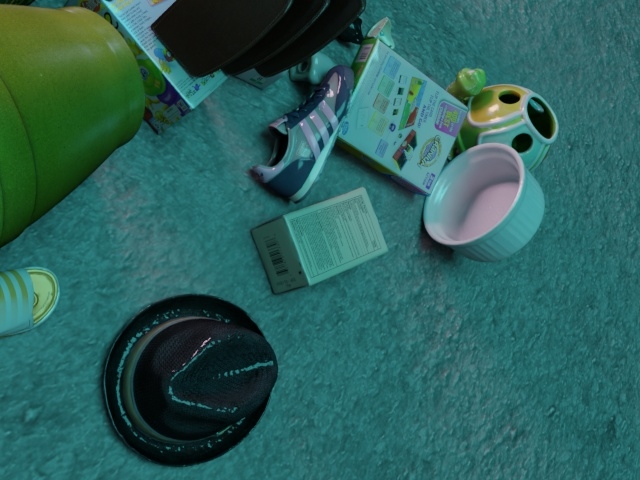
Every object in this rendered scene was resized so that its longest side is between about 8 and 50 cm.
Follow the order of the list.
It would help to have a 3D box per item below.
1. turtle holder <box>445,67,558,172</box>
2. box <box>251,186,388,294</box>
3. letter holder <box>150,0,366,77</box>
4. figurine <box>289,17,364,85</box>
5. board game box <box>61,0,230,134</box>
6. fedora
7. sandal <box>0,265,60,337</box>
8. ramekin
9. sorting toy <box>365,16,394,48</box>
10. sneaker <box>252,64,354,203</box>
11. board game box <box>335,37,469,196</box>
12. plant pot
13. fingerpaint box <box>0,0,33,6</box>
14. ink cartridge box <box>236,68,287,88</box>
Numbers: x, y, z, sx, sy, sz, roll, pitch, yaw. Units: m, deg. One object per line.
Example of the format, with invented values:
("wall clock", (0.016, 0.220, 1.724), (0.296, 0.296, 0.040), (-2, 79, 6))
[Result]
("turtle holder", (0.461, -0.307, 1.866), (0.243, 0.227, 0.320), (-31, 98, -38))
("box", (0.000, 0.000, 1.492), (0.232, 0.126, 0.149), (-21, 91, -40))
("letter holder", (-0.102, -0.372, 1.218), (0.214, 0.301, 0.152), (51, 51, -16))
("figurine", (0.030, -0.438, 1.665), (0.209, 0.092, 0.215), (3, 77, -41))
("board game box", (-0.317, -0.360, 1.335), (0.275, 0.142, 0.144), (51, 52, -16))
("fedora", (-0.195, 0.234, 1.262), (0.333, 0.152, 0.334), (11, 71, -35))
("sandal", (-0.515, 0.107, 1.098), (0.265, 0.076, 0.102), (-18, 89, -39))
("ramekin", (0.395, -0.082, 1.733), (0.135, 0.277, 0.277), (34, 59, -34))
("sorting toy", (0.154, -0.494, 1.802), (0.075, 0.044, 0.083), (50, 53, -25))
("sneaker", (-0.032, -0.245, 1.514), (0.131, 0.112, 0.319), (27, 75, -24))
("board game box", (0.178, -0.276, 1.681), (0.316, 0.064, 0.242), (28, 84, -33))
("plant pot", (-0.462, -0.197, 1.076), (0.367, 0.366, 0.353), (59, 40, -9))
("fingerpaint box", (-0.573, -0.640, 1.198), (0.445, 0.163, 0.371), (47, 55, -18))
("ink cartridge box", (-0.125, -0.391, 1.437), (0.181, 0.224, 0.056), (19, 69, -32))
